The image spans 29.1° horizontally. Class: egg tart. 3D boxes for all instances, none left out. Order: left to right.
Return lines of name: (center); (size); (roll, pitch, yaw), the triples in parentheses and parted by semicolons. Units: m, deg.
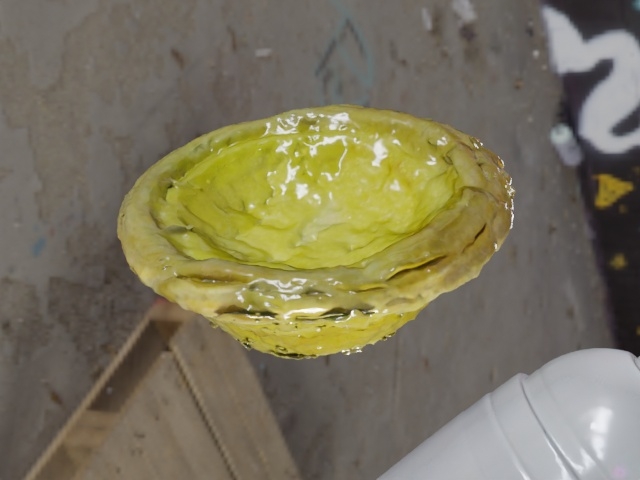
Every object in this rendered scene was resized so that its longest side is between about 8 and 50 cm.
egg tart: (0.000, 0.000, 1.084); (0.345, 0.345, 0.132); (-50, 140, -49)

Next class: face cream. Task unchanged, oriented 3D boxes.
face cream: (0.138, 0.151, 0.727); (0.145, 0.369, 0.145); (48, 11, -13)
